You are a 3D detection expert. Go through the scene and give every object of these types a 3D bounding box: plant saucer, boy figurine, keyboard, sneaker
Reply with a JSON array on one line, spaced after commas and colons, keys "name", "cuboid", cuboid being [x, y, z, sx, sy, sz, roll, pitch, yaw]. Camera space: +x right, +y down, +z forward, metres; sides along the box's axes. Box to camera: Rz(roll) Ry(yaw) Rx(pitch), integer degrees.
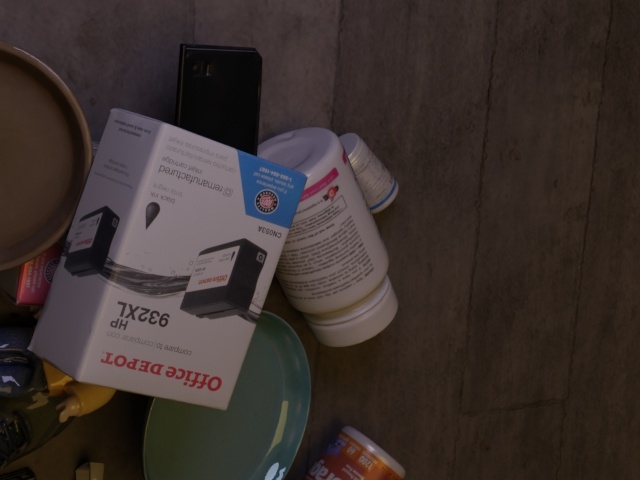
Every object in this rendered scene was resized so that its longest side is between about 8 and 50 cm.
[{"name": "plant saucer", "cuboid": [-0.405, -0.099, 1.514, 0.278, 0.041, 0.277, -2, 101, -10]}, {"name": "boy figurine", "cuboid": [-0.319, 0.152, 1.662, 0.285, 0.177, 0.092, -2, 141, -18]}, {"name": "plant saucer", "cuboid": [-0.134, 0.244, 1.786, 0.318, 0.044, 0.317, -19, 116, -45]}, {"name": "keyboard", "cuboid": [-0.169, -0.086, 1.624, 0.202, 0.033, 0.317, -3, 102, -36]}, {"name": "sneaker", "cuboid": [-0.434, 0.277, 1.653, 0.300, 0.121, 0.111, -33, 118, -19]}]

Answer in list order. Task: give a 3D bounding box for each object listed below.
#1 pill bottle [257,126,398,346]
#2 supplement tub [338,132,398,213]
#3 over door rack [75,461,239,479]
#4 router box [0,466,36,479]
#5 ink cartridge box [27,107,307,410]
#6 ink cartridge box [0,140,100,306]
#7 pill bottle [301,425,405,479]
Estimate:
[{"name": "pill bottle", "cuboid": [0.000, 0.000, 1.805, 0.160, 0.160, 0.283, -35, 121, -18]}, {"name": "supplement tub", "cuboid": [0.057, -0.095, 1.869, 0.071, 0.071, 0.107, -49, 120, -10]}, {"name": "over door rack", "cuboid": [-0.254, 0.477, 1.834, 0.240, 0.108, 0.324, 11, 84, -33]}, {"name": "router box", "cuboid": [-0.433, 0.364, 1.727, 0.122, 0.038, 0.092, -14, 109, -27]}, {"name": "ink cartridge box", "cuboid": [-0.178, 0.027, 1.542, 0.223, 0.129, 0.307, 18, 91, -40]}, {"name": "ink cartridge box", "cuboid": [-0.258, -0.017, 1.677, 0.283, 0.117, 0.207, 6, 99, -31]}, {"name": "pill bottle", "cuboid": [0.020, 0.396, 1.950, 0.216, 0.121, 0.121, -51, 122, -9]}]
